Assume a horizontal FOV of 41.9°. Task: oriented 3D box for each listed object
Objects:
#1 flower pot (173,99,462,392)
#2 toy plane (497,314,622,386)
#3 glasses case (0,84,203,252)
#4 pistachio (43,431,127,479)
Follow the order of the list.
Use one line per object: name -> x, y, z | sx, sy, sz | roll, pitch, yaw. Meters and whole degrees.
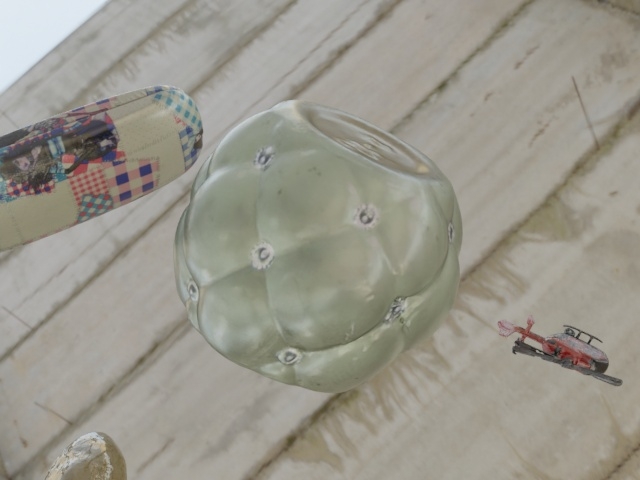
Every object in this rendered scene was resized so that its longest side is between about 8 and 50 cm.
flower pot -> 0.000, 0.000, 0.707 | 0.246, 0.246, 0.195 | 46, -62, 47
toy plane -> 0.266, 0.121, 0.936 | 0.145, 0.037, 0.060 | 24, -149, 8
glasses case -> -0.285, -0.080, 0.953 | 0.327, 0.125, 0.076 | -25, -132, -19
pistachio -> -0.370, 0.392, 1.306 | 0.135, 0.136, 0.226 | -28, -154, 10
